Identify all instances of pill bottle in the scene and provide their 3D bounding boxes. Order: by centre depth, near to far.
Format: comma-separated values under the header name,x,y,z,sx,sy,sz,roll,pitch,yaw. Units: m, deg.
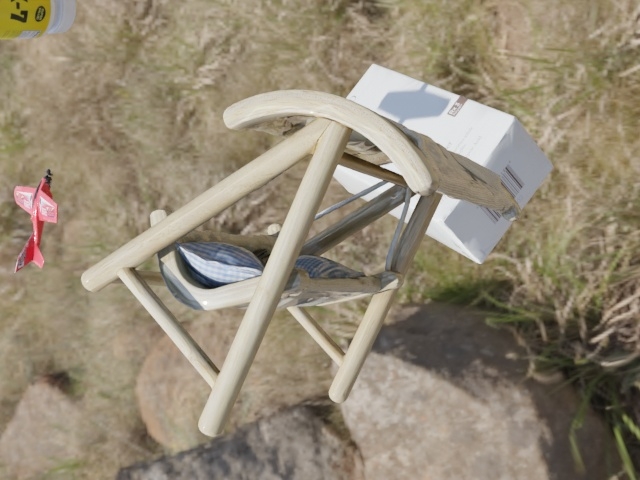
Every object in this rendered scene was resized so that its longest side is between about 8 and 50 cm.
name,x,y,z,sx,sy,sz,roll,pitch,yaw
pill bottle,-0.552,-0.421,1.723,0.119,0.208,0.119,10,107,37

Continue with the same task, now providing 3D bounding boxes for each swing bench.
name,x,y,z,sx,sy,sz,roll,pitch,yaw
swing bench,0.000,0.000,0.775,0.165,0.253,0.255,46,104,21

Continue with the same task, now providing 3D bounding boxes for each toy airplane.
name,x,y,z,sx,sy,sz,roll,pitch,yaw
toy airplane,-0.393,-0.026,1.337,0.151,0.028,0.151,-15,70,46

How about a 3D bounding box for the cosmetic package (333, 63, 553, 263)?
name,x,y,z,sx,sy,sz,roll,pitch,yaw
cosmetic package,0.179,-0.143,1.667,0.217,0.156,0.385,-54,43,-5
